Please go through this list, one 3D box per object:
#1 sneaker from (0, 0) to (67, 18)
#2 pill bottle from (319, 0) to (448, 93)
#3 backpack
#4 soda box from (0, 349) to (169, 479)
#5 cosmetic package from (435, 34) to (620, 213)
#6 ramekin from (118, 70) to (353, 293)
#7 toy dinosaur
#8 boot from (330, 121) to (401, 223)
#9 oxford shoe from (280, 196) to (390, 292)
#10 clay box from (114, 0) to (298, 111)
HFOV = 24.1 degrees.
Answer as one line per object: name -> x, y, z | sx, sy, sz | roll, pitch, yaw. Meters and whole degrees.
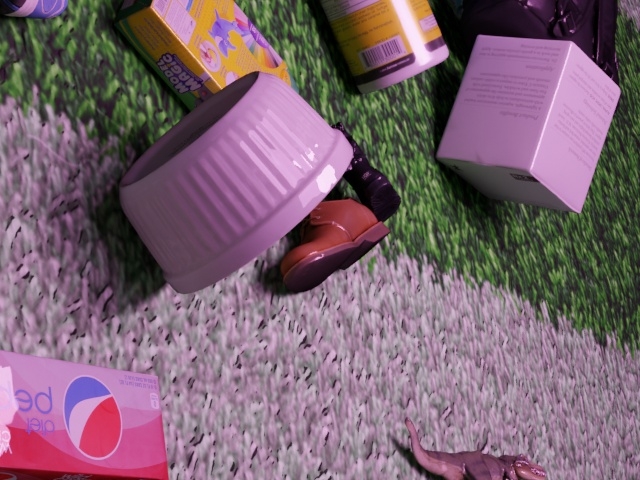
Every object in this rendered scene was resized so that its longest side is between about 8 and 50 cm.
sneaker -> -0.263, -0.290, 1.309 | 0.081, 0.080, 0.211 | 16, 69, -62
pill bottle -> 0.061, -0.291, 1.785 | 0.119, 0.119, 0.208 | -38, 106, -59
backpack -> 0.313, -0.382, 2.156 | 0.290, 0.273, 0.355 | 37, 62, -38
soda box -> -0.228, 0.136, 1.102 | 0.263, 0.083, 0.092 | 18, 59, -55
cosmetic package -> 0.273, -0.153, 1.961 | 0.151, 0.151, 0.183 | 30, 76, -48
ramekin -> -0.083, -0.060, 1.340 | 0.109, 0.207, 0.207 | 51, 34, -15
toy dinosaur -> 0.175, 0.283, 1.705 | 0.268, 0.064, 0.118 | 24, 47, -49
boot -> 0.042, -0.075, 1.689 | 0.099, 0.045, 0.121 | 49, -6, 20
oxford shoe -> 0.000, 0.000, 1.582 | 0.076, 0.076, 0.212 | 51, 24, 4
clay box -> -0.108, -0.185, 1.513 | 0.222, 0.053, 0.127 | 50, 34, -32
